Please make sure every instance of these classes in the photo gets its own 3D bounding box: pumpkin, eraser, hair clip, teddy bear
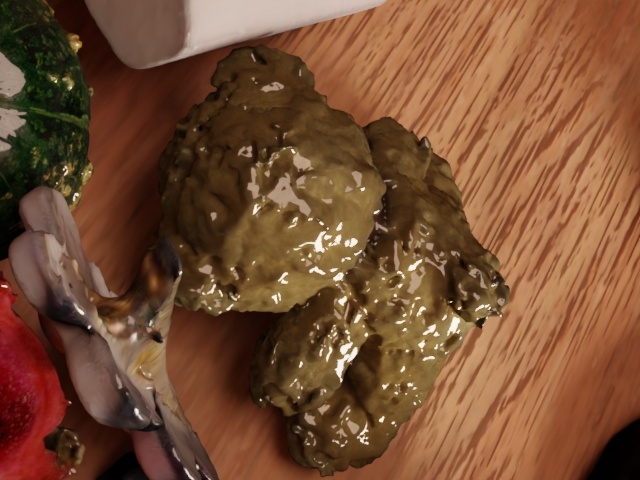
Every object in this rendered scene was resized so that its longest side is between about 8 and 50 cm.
[{"bbox_3d":[-0.220,-0.071,0.645,0.190,0.146,0.190,0,91,-38],"label":"pumpkin"},{"bbox_3d":[-0.053,-0.224,0.792,0.270,0.095,0.174,-29,108,-54],"label":"eraser"},{"bbox_3d":[-0.105,0.062,0.646,0.075,0.257,0.146,-28,64,-15],"label":"hair clip"},{"bbox_3d":[0.000,0.000,0.786,0.256,0.156,0.267,30,64,-24],"label":"teddy bear"}]

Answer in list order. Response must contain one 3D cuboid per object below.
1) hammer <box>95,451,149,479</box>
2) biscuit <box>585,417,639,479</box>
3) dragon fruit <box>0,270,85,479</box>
[{"bbox_3d":[-0.019,0.207,0.788,0.290,0.037,0.137,31,62,-26],"label":"hammer"},{"bbox_3d":[0.374,0.330,1.009,0.407,0.091,0.407,10,73,-34],"label":"biscuit"},{"bbox_3d":[-0.228,0.091,0.611,0.211,0.262,0.134,24,20,-52],"label":"dragon fruit"}]
